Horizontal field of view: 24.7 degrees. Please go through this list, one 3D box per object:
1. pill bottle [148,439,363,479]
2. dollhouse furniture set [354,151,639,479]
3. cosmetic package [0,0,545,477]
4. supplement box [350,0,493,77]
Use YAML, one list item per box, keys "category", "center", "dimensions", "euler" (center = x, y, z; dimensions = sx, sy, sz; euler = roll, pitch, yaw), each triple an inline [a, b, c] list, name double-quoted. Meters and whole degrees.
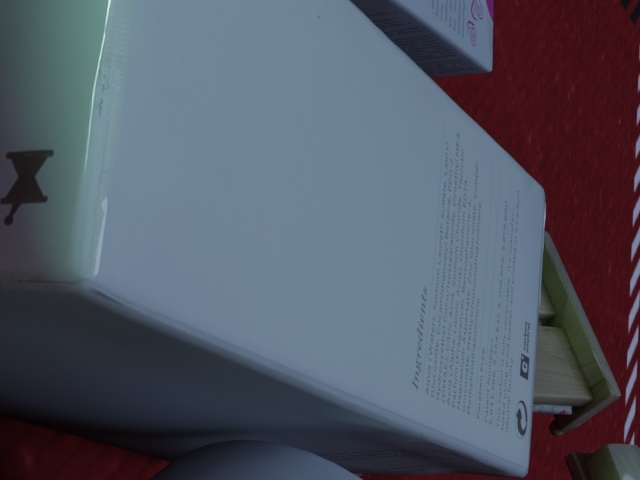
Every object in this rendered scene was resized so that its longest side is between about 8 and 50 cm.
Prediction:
- category: "pill bottle"
  center: [-0.097, 0.223, 0.482]
  dimensions: [0.363, 0.210, 0.210]
  euler: [-36, 120, -52]
- category: "dollhouse furniture set"
  center: [0.027, 0.106, 0.951]
  dimensions: [0.303, 0.174, 0.355]
  euler: [9, 49, -38]
- category: "cosmetic package"
  center: [-0.066, -0.004, 0.597]
  dimensions: [0.385, 0.217, 0.156]
  euler: [36, 56, -60]
- category: "supplement box"
  center: [0.020, -0.177, 0.892]
  dimensions: [0.220, 0.114, 0.111]
  euler: [20, 70, -60]
